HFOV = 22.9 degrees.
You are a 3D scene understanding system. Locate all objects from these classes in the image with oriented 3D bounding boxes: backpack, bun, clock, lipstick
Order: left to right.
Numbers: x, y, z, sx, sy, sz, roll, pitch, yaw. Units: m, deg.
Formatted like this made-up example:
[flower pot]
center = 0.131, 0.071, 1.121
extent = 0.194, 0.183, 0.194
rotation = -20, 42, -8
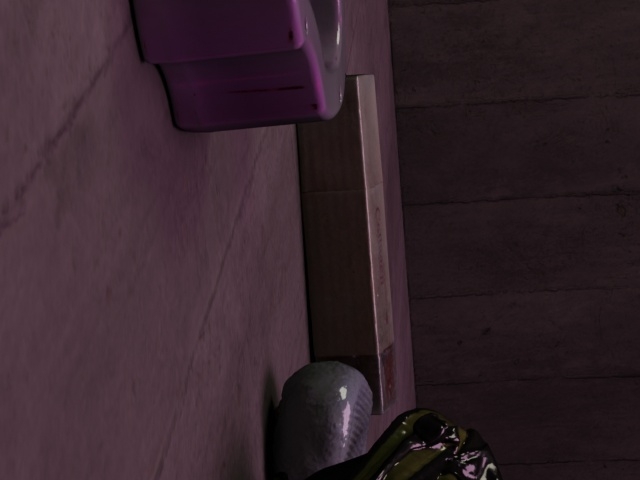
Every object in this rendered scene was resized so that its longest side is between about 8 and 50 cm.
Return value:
[clock]
center = -0.050, -0.235, 1.045
extent = 0.338, 0.102, 0.339
rotation = -3, 90, -84
[bun]
center = -0.003, 0.175, 1.413
extent = 0.141, 0.083, 0.141
rotation = 5, 90, -77
[lipstick]
center = 0.029, 0.004, 1.747
extent = 0.076, 0.079, 0.371
rotation = -23, 110, -71
[backpack]
center = 0.033, 0.227, 1.179
extent = 0.140, 0.207, 0.253
rotation = 63, 18, -2
